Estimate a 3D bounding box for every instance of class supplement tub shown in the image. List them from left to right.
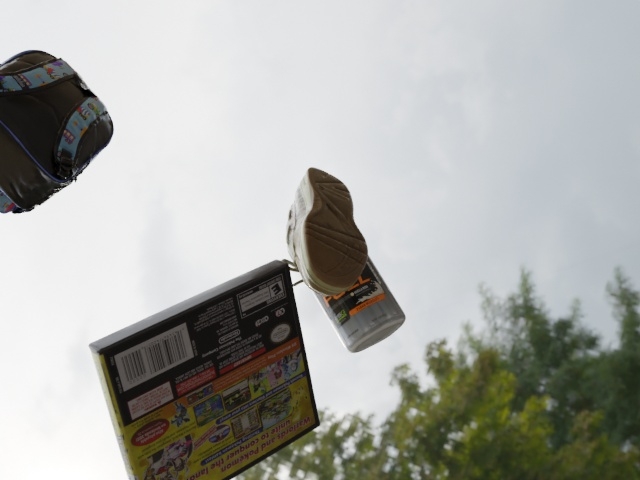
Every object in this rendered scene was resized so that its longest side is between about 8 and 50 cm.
[{"bbox_3d":[0.050,0.083,1.560,0.117,0.190,0.117,-29,-17,-10],"label":"supplement tub"}]

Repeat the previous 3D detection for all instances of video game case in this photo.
[{"bbox_3d":[-0.133,0.186,1.162,0.275,0.035,0.248,-25,-65,-33],"label":"video game case"}]

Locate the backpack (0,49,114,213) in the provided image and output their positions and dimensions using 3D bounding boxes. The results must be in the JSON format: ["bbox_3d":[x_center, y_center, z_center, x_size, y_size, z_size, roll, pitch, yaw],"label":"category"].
[{"bbox_3d":[-0.329,-0.132,1.060,0.158,0.117,0.173,47,-149,-12],"label":"backpack"}]

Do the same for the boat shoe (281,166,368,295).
[{"bbox_3d":[0.000,0.000,1.322,0.089,0.105,0.285,-54,17,26],"label":"boat shoe"}]
